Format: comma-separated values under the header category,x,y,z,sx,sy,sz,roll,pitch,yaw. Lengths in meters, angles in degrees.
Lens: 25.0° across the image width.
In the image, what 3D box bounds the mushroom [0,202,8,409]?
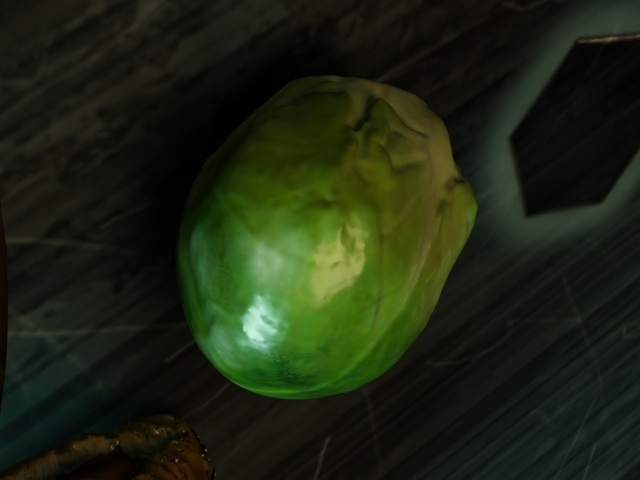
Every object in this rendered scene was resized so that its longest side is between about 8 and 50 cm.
category,x,y,z,sx,sy,sz,roll,pitch,yaw
mushroom,-0.244,0.068,0.395,0.292,0.212,0.217,-9,105,-72

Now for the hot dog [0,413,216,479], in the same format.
category,x,y,z,sx,sy,sz,roll,pitch,yaw
hot dog,-0.115,0.137,0.617,0.289,0.068,0.083,-20,123,-71

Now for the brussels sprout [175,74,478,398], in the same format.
category,x,y,z,sx,sy,sz,roll,pitch,yaw
brussels sprout,-0.004,-0.001,0.663,0.155,0.117,0.155,-23,117,-57
